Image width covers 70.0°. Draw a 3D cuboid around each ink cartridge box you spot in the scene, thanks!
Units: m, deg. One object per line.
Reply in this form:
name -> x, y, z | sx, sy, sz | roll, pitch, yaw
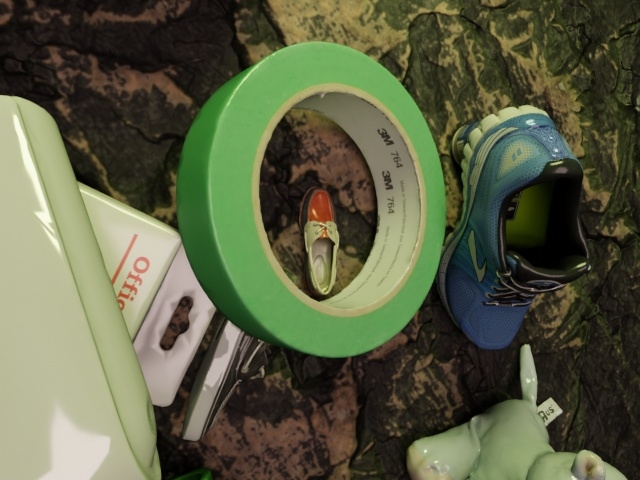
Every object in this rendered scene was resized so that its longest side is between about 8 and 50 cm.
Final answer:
ink cartridge box -> -0.273, 0.040, 0.446 | 0.353, 0.119, 0.207 | 26, 84, -17

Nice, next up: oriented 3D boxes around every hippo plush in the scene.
hippo plush -> 0.280, 0.334, 0.573 | 0.294, 0.236, 0.235 | -32, 101, -14

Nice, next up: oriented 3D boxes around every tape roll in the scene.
tape roll -> 0.011, -0.040, 0.499 | 0.321, 0.077, 0.322 | 2, 87, -38

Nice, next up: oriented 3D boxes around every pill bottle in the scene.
pill bottle -> 0.232, -0.130, 0.597 | 0.066, 0.120, 0.067 | -1, 93, -18

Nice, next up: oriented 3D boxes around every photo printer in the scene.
photo printer -> -0.261, 0.082, 0.291 | 0.255, 0.107, 0.308 | -20, 79, -16

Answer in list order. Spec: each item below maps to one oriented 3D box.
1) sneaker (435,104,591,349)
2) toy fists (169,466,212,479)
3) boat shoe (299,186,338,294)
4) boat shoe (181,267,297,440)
sneaker -> 0.219, 0.024, 0.538 | 0.129, 0.147, 0.330 | -7, 127, -1
toy fists -> -0.214, 0.372, 0.495 | 0.278, 0.096, 0.143 | -21, 86, -14
boat shoe -> 0.000, 0.000, 0.571 | 0.049, 0.043, 0.137 | 1, 91, -16
boat shoe -> -0.091, 0.130, 0.530 | 0.070, 0.077, 0.220 | 26, 83, -16
